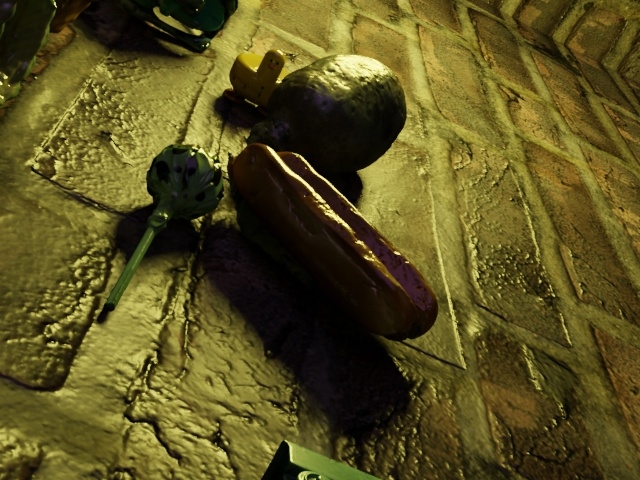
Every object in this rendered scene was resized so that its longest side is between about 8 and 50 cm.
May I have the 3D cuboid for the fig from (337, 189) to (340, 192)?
[{"bbox_3d":[-0.012,-0.050,1.341,0.083,0.050,0.050,5,31,-10],"label":"fig"}]

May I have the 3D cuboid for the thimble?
[{"bbox_3d":[-0.393,-0.256,1.113,0.150,0.219,0.219,25,26,-4],"label":"thimble"}]

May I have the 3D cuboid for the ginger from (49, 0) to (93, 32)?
[{"bbox_3d":[-0.422,-0.401,1.367,0.269,0.200,0.223,14,24,-39],"label":"ginger"}]

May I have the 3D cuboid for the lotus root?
[{"bbox_3d":[0.021,-0.181,1.468,0.175,0.175,0.349,36,29,14],"label":"lotus root"}]

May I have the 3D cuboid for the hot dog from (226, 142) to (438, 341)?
[{"bbox_3d":[0.000,0.000,1.196,0.337,0.100,0.135,45,21,28],"label":"hot dog"}]

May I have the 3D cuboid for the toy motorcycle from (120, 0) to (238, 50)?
[{"bbox_3d":[-0.256,-0.426,1.676,0.260,0.154,0.206,39,4,29],"label":"toy motorcycle"}]

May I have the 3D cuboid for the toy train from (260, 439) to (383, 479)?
[{"bbox_3d":[0.026,0.230,0.837,0.172,0.070,0.099,25,15,-11],"label":"toy train"}]

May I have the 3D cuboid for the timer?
[{"bbox_3d":[-0.086,-0.258,1.562,0.107,0.109,0.107,24,26,-12],"label":"timer"}]

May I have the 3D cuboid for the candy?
[{"bbox_3d":[-0.173,-0.012,1.088,0.091,0.083,0.305,41,31,-16],"label":"candy"}]
